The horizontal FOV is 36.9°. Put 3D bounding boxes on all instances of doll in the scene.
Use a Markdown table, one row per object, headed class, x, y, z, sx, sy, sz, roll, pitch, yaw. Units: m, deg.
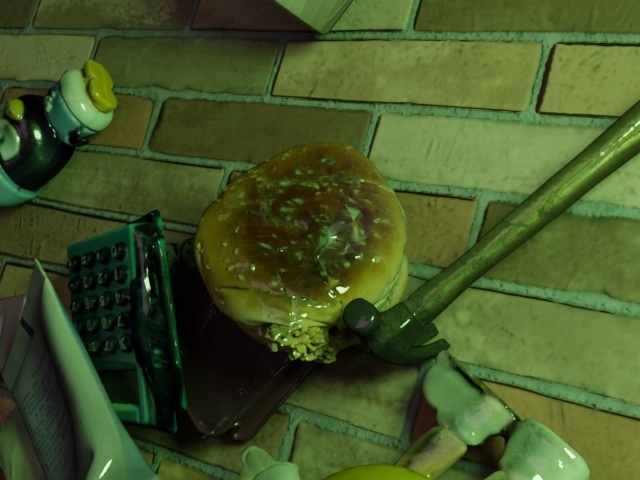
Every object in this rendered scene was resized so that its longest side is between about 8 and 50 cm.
| class | x | y | z | sx | sy | sz | roll | pitch | yaw |
| --- | --- | --- | --- | --- | --- | --- | --- | --- | --- |
| doll | 0.053 | 0.280 | 0.933 | 0.423 | 0.161 | 0.348 | -23 | 32 | 7 |
| doll | -0.458 | -0.162 | 1.508 | 0.314 | 0.141 | 0.177 | -33 | 52 | 16 |

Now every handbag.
| class | x | y | z | sx | sy | sz | roll | pitch | yaw |
| --- | --- | --- | --- | --- | --- | --- | --- | --- | --- |
| handbag | -0.098 | 0.119 | 1.202 | 0.216 | 0.074 | 0.203 | -48 | 54 | 9 |

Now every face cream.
| class | x | y | z | sx | sy | sz | roll | pitch | yaw |
| --- | --- | --- | --- | --- | --- | --- | --- | --- | --- |
| face cream | -0.317 | 0.249 | 1.209 | 0.420 | 0.137 | 0.235 | 53 | 134 | 34 |

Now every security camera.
| class | x | y | z | sx | sy | sz | roll | pitch | yaw |
| --- | --- | --- | --- | --- | --- | --- | --- | --- | --- |
| security camera | -0.200 | 0.027 | 1.322 | 0.092 | 0.058 | 0.058 | -12 | 67 | 40 |

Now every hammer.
| class | x | y | z | sx | sy | sz | roll | pitch | yaw |
| --- | --- | --- | --- | --- | --- | --- | --- | --- | --- |
| hammer | 0.221 | -0.024 | 1.003 | 0.440 | 0.168 | 0.044 | -41 | 57 | 6 |

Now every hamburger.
| class | x | y | z | sx | sy | sz | roll | pitch | yaw |
| --- | --- | --- | --- | --- | --- | --- | --- | --- | --- |
| hamburger | -0.022 | 0.015 | 1.088 | 0.243 | 0.146 | 0.286 | 11 | 57 | 10 |

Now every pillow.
| class | x | y | z | sx | sy | sz | roll | pitch | yaw |
| --- | --- | --- | --- | --- | --- | --- | --- | --- | --- |
| pillow | -0.388 | 0.315 | 1.344 | 0.128 | 0.051 | 0.229 | -46 | 52 | 8 |

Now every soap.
| class | x | y | z | sx | sy | sz | roll | pitch | yaw |
| --- | --- | --- | --- | --- | --- | --- | --- | --- | --- |
| soap | -0.502 | 0.154 | 1.470 | 0.203 | 0.065 | 0.122 | -12 | 67 | 31 |

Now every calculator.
| class | x | y | z | sx | sy | sz | roll | pitch | yaw |
| --- | --- | --- | --- | --- | --- | --- | --- | --- | --- |
| calculator | -0.261 | 0.110 | 1.242 | 0.248 | 0.058 | 0.274 | -12 | 83 | 53 |

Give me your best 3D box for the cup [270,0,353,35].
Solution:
| class | x | y | z | sx | sy | sz | roll | pitch | yaw |
| --- | --- | --- | --- | --- | --- | --- | --- | --- | --- |
| cup | -0.001 | -0.426 | 1.208 | 0.208 | 0.288 | 0.273 | 37 | 101 | 1 |
